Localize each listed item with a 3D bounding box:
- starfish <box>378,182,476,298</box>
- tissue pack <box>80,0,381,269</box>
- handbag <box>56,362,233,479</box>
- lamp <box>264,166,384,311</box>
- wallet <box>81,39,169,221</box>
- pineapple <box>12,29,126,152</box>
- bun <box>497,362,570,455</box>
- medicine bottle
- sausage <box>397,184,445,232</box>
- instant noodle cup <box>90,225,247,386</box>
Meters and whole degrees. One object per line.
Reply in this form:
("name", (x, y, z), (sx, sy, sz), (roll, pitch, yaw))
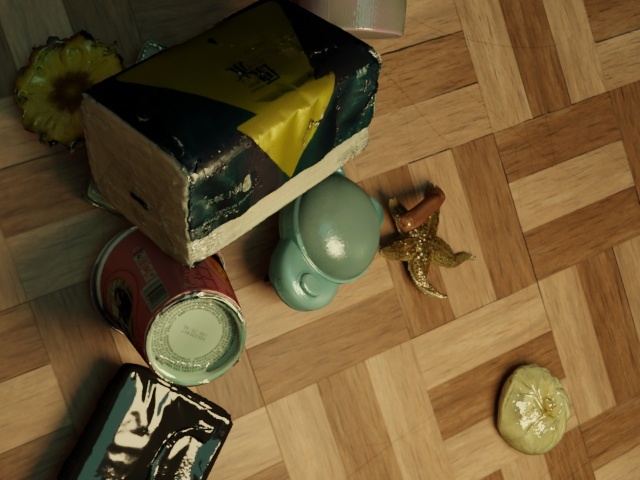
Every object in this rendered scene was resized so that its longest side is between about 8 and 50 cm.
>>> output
("starfish", (0.203, -0.002, 1.853), (0.277, 0.062, 0.236), (4, 81, -37))
("tissue pack", (-0.132, -0.187, 1.500), (0.416, 0.253, 0.264), (-34, 58, -31))
("handbag", (-0.303, 0.372, 1.605), (0.244, 0.088, 0.275), (33, 72, -23))
("lamp", (0.007, -0.001, 1.721), (0.209, 0.147, 0.284), (43, 74, -25))
("wallet", (-0.269, -0.172, 1.638), (0.223, 0.077, 0.310), (25, 77, -25))
("pineapple", (-0.401, -0.241, 1.550), (0.224, 0.076, 0.225), (-1, 78, 6))
("bun", (0.444, 0.350, 1.934), (0.164, 0.111, 0.188), (13, 87, -21))
("medicine bottle", (0.063, -0.527, 1.709), (0.241, 0.241, 0.302), (0, 98, -25))
("sausage", (0.199, -0.061, 1.815), (0.158, 0.036, 0.042), (-40, 112, -44))
("instant noodle cup", (-0.233, 0.110, 1.519), (0.243, 0.255, 0.244), (-9, 114, -21))
